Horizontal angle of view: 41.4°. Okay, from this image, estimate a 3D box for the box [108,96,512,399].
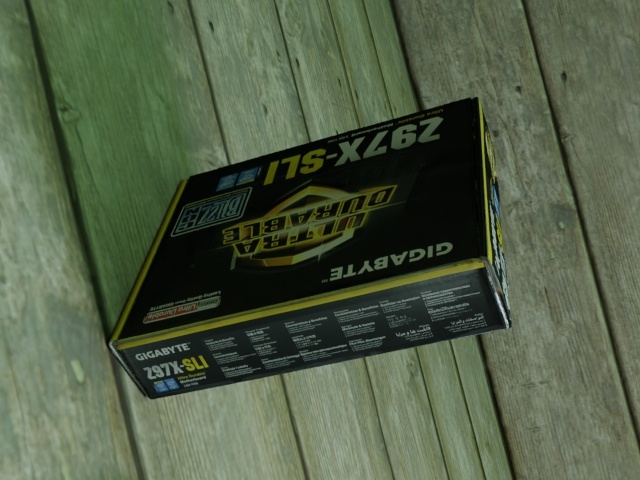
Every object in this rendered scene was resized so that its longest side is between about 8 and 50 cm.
[{"bbox_3d":[0.000,0.000,0.763,0.257,0.322,0.079,-77,148,-54],"label":"box"}]
